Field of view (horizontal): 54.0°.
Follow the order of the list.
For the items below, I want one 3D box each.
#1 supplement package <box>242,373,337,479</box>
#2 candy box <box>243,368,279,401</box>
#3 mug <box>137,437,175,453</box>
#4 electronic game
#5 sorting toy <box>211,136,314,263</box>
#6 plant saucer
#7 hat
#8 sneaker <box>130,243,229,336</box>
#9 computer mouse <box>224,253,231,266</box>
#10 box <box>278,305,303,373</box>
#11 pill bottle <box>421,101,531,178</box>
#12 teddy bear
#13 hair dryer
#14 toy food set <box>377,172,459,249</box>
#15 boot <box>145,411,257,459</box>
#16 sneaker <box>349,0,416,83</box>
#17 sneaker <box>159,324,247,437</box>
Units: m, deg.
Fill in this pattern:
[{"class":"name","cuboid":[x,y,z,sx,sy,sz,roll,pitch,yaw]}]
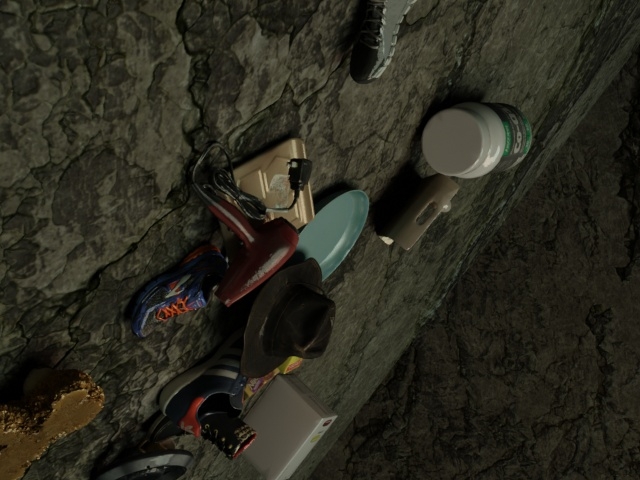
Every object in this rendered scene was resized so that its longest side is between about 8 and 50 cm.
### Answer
[{"class":"supplement package","cuboid":[-0.116,0.587,1.971,0.262,0.204,0.145,-53,157,4]},{"class":"candy box","cuboid":[-0.187,0.382,1.661,0.109,0.053,0.187,-37,172,-32]},{"class":"mug","cuboid":[-0.402,0.503,1.526,0.064,0.078,0.062,-45,-170,6]},{"class":"electronic game","cuboid":[-0.407,0.533,1.454,0.229,0.048,0.229,-14,149,-9]},{"class":"sorting toy","cuboid":[-0.106,-0.076,1.187,0.208,0.038,0.193,-32,130,-32]},{"class":"plant saucer","cuboid":[0.000,0.000,1.539,0.317,0.043,0.318,-40,154,-24]},{"class":"hat","cuboid":[-0.045,0.205,1.461,0.331,0.133,0.331,-47,151,-36]},{"class":"sneaker","cuboid":[-0.254,0.098,1.154,0.221,0.087,0.083,-44,155,-19]},{"class":"computer mouse","cuboid":[-0.163,0.016,1.266,0.106,0.042,0.193,-18,135,-60]},{"class":"box","cuboid":[-0.057,0.272,1.808,0.087,0.058,0.232,-13,136,-57]},{"class":"pill bottle","cuboid":[0.430,-0.277,1.725,0.361,0.204,0.204,-18,140,-54]},{"class":"teddy bear","cuboid":[-0.513,0.310,0.989,0.338,0.113,0.245,-44,150,1]},{"class":"hair dryer","cuboid":[-0.139,-0.023,1.117,0.223,0.080,0.294,2,104,-28]},{"class":"toy food set","cuboid":[0.274,-0.070,1.768,0.220,0.092,0.306,-51,-178,0]},{"class":"boot","cuboid":[-0.280,0.459,1.511,0.236,0.178,0.085,-20,141,-54]},{"class":"sneaker","cuboid":[0.089,-0.397,1.093,0.132,0.086,0.229,13,103,-60]},{"class":"sneaker","cuboid":[-0.206,0.332,1.504,0.350,0.148,0.131,-38,153,-30]}]
